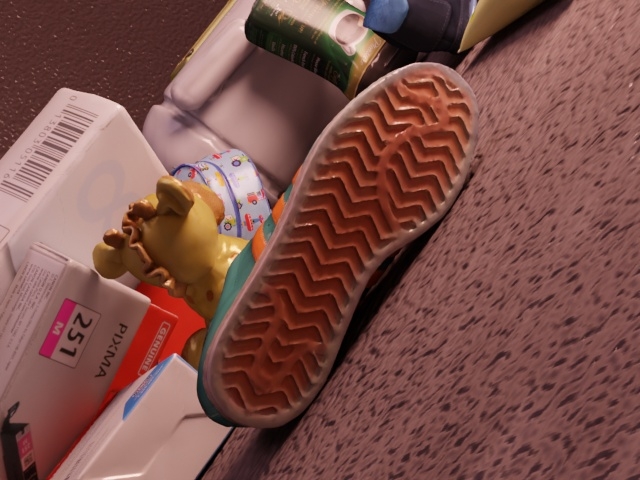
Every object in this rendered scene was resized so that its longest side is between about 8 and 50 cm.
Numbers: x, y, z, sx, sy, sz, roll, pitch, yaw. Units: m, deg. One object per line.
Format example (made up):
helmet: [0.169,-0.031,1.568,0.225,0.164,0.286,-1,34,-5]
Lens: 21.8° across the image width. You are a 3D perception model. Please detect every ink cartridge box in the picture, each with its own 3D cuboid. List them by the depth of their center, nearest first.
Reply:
ink cartridge box: [-0.163,0.188,1.383,0.134,0.078,0.231,-53,8,-26]
ink cartridge box: [-0.234,0.166,1.519,0.239,0.060,0.275,33,-99,-54]
ink cartridge box: [-0.227,0.090,1.604,0.091,0.385,0.308,20,65,37]

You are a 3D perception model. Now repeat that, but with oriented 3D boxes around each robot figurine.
robot figurine: [-0.078,-0.160,2.018,0.353,0.200,0.300,-52,-31,-3]

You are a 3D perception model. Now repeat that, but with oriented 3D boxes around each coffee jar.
coffee jar: [0.014,-0.223,1.855,0.096,0.184,0.079,-55,-9,-25]

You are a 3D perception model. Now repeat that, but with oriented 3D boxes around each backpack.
backpack: [-0.132,-0.015,1.828,0.117,0.158,0.173,-5,-19,-37]

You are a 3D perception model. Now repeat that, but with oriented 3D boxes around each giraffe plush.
giraffe plush: [-0.101,0.022,1.439,0.181,0.170,0.210,-50,8,10]

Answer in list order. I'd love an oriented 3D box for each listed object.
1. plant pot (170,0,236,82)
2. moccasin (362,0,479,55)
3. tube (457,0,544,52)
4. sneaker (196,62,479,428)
plant pot: [-0.075,-0.233,2.313,0.227,0.207,0.228,-52,9,-9]
moccasin: [0.126,-0.275,1.726,0.137,0.117,0.342,-61,5,39]
tube: [0.173,-0.225,1.428,0.070,0.062,0.240,-12,-6,-12]
sneaker: [0.000,0.000,1.201,0.302,0.108,0.121,-55,13,-14]
